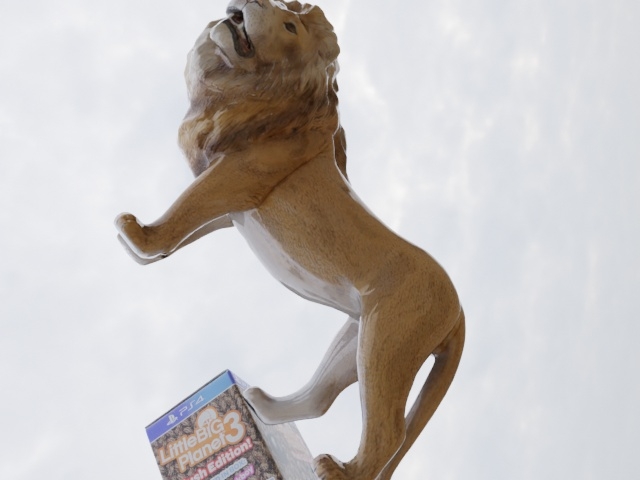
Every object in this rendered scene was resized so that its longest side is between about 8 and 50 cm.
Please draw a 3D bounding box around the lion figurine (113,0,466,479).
[{"bbox_3d":[0.000,0.000,0.475,0.240,0.142,0.392,-37,-92,-18],"label":"lion figurine"}]

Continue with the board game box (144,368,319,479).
[{"bbox_3d":[-0.076,0.360,0.811,0.141,0.291,0.232,-35,-38,-1],"label":"board game box"}]
